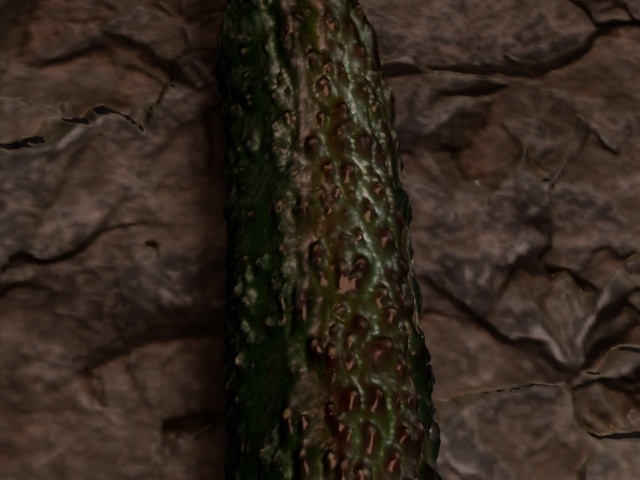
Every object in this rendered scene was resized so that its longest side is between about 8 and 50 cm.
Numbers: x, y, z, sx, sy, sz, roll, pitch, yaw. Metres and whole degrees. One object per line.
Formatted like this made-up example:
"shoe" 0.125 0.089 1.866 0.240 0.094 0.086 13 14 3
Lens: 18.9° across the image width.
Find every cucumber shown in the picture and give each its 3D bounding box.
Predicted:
"cucumber" 0.000 0.000 0.850 0.096 0.096 0.359 6 48 -9
